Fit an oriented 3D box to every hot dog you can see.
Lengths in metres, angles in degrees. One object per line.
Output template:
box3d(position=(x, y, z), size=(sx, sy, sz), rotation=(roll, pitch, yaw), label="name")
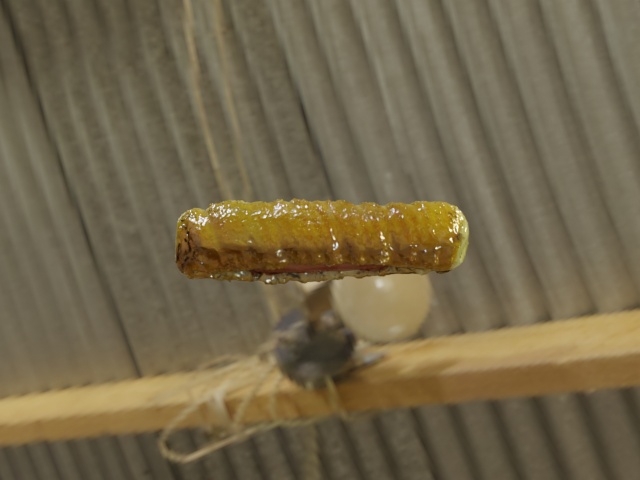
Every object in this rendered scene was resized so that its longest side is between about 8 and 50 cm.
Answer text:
box3d(position=(0.000, -0.001, 1.554), size=(0.289, 0.068, 0.083), rotation=(-2, -100, 3), label="hot dog")
